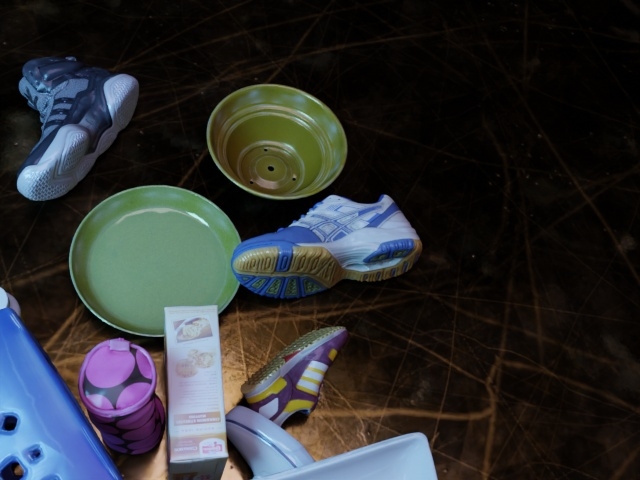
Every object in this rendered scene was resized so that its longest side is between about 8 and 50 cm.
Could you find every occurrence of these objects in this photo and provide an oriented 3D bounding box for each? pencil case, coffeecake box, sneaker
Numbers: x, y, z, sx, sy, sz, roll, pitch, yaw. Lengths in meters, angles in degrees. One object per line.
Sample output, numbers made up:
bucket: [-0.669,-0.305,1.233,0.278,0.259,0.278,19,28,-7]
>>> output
pencil case: [-0.229,0.182,0.837,0.095,0.209,0.098,11,62,-6]
coffeecake box: [-0.157,0.194,0.886,0.068,0.142,0.185,-2,61,-13]
sneaker: [-0.023,0.187,0.975,0.185,0.069,0.084,-31,99,-35]
sneaker: [-0.400,-0.178,1.071,0.153,0.101,0.268,27,53,3]
sneaker: [-0.039,0.316,0.873,0.258,0.094,0.091,43,56,12]
sneaker: [0.000,0.000,1.068,0.296,0.112,0.131,-5,54,-26]

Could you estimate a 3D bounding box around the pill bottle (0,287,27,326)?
pill bottle: [-0.406,0.101,0.896,0.065,0.116,0.065,6,60,-11]

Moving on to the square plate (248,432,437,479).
square plate: [-0.005,0.423,0.792,0.344,0.049,0.347,-11,83,-15]

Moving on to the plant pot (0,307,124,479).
plant pot: [-0.346,0.249,0.765,0.212,0.236,0.236,-33,73,-21]

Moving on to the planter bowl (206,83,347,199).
planter bowl: [-0.073,-0.134,1.125,0.217,0.090,0.217,6,60,-11]

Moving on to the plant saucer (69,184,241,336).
plant saucer: [-0.231,0.031,1.025,0.241,0.037,0.241,6,60,-11]
